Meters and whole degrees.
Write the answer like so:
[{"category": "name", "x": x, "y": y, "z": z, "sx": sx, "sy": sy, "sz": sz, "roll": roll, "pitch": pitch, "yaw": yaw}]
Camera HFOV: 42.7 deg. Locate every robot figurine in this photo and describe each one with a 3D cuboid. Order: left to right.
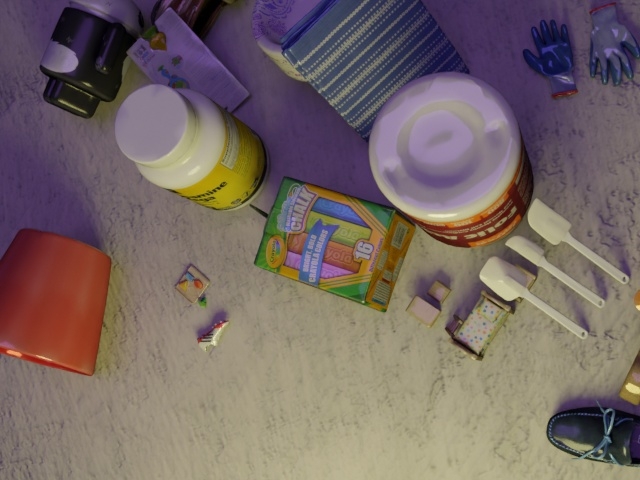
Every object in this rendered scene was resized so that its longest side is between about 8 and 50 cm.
[{"category": "robot figurine", "x": -0.487, "y": -0.404, "z": 1.750, "sx": 0.209, "sy": 0.173, "sz": 0.278, "roll": 23, "pitch": 89, "yaw": 17}]

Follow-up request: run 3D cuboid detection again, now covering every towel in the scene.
[{"category": "towel", "x": 0.105, "y": -0.327, "z": 1.474, "sx": 0.243, "sy": 0.336, "sz": 0.040, "roll": -43, "pitch": 43, "yaw": 7}]

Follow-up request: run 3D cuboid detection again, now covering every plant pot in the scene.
[{"category": "plant pot", "x": -0.552, "y": 0.121, "z": 1.648, "sx": 0.275, "sy": 0.275, "sz": 0.243, "roll": 9, "pitch": 73, "yaw": 19}]

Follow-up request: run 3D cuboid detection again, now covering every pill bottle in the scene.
[{"category": "pill bottle", "x": -0.238, "y": -0.173, "z": 1.541, "sx": 0.188, "sy": 0.334, "sz": 0.188, "roll": -3, "pitch": 80, "yaw": 18}, {"category": "pill bottle", "x": 0.232, "y": -0.109, "z": 1.345, "sx": 0.224, "sy": 0.392, "sz": 0.224, "roll": -3, "pitch": 80, "yaw": 18}]

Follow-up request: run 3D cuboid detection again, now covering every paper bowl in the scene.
[{"category": "paper bowl", "x": 0.022, "y": -0.432, "z": 1.570, "sx": 0.284, "sy": 0.148, "sz": 0.284, "roll": -18, "pitch": 54, "yaw": 27}]

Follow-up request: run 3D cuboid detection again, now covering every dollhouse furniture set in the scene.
[{"category": "dollhouse furniture set", "x": 0.264, "y": 0.094, "z": 1.456, "sx": 0.161, "sy": 0.101, "sz": 0.182, "roll": 34, "pitch": 92, "yaw": 20}]

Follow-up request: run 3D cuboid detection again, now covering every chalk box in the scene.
[{"category": "chalk box", "x": 0.000, "y": 0.000, "z": 1.519, "sx": 0.289, "sy": 0.180, "sz": 0.179, "roll": 17, "pitch": 87, "yaw": 21}]

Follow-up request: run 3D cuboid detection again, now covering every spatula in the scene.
[{"category": "spatula", "x": 0.402, "y": 0.059, "z": 1.393, "sx": 0.242, "sy": 0.019, "sz": 0.168, "roll": 34, "pitch": 93, "yaw": -19}]

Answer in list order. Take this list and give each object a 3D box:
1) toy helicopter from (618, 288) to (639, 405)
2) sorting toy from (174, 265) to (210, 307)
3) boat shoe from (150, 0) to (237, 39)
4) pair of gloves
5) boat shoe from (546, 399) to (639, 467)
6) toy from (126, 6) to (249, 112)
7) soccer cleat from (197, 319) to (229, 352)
[{"category": "toy helicopter", "x": 0.562, "y": 0.095, "z": 1.287, "sx": 0.140, "sy": 0.235, "sz": 0.355, "roll": 25, "pitch": 89, "yaw": 20}, {"category": "sorting toy", "x": -0.254, "y": 0.099, "z": 1.672, "sx": 0.083, "sy": 0.012, "sz": 0.062, "roll": 39, "pitch": 94, "yaw": 20}, {"category": "boat shoe", "x": -0.217, "y": -0.541, "z": 1.719, "sx": 0.120, "sy": 0.122, "sz": 0.324, "roll": 43, "pitch": 104, "yaw": 13}, {"category": "pair of gloves", "x": 0.477, "y": -0.346, "z": 1.502, "sx": 0.198, "sy": 0.023, "sz": 0.159, "roll": -14, "pitch": 75, "yaw": 15}, {"category": "boat shoe", "x": 0.505, "y": 0.320, "z": 1.346, "sx": 0.258, "sy": 0.089, "sz": 0.109, "roll": 0, "pitch": 81, "yaw": 18}, {"category": "toy", "x": -0.273, "y": -0.352, "z": 1.711, "sx": 0.137, "sy": 0.056, "sz": 0.237, "roll": -40, "pitch": 101, "yaw": 17}, {"category": "soccer cleat", "x": -0.210, "y": 0.191, "z": 1.636, "sx": 0.083, "sy": 0.029, "sz": 0.035, "roll": -38, "pitch": 81, "yaw": 12}]
